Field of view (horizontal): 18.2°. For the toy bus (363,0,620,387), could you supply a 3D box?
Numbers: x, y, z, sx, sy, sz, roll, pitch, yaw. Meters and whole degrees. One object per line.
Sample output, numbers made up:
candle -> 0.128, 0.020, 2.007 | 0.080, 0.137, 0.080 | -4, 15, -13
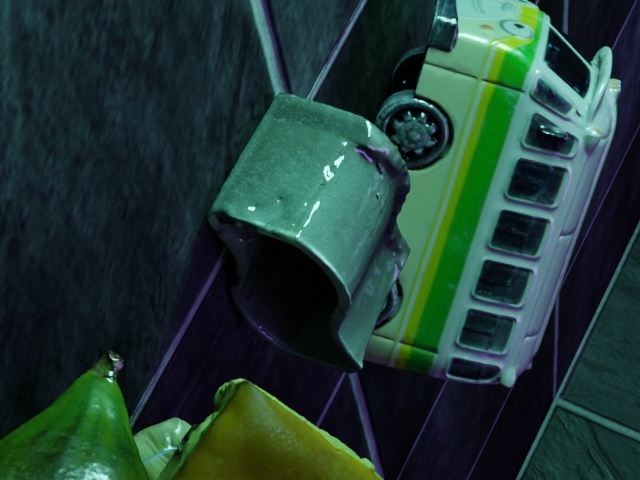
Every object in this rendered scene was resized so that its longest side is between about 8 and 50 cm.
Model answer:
toy bus -> 0.123, -0.042, 1.578 | 0.143, 0.179, 0.305 | -68, 175, -66

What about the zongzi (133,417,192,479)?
zongzi -> -0.064, 0.269, 1.347 | 0.115, 0.256, 0.228 | -26, 148, -16

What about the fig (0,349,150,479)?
fig -> -0.144, 0.144, 1.142 | 0.177, 0.117, 0.117 | -73, 173, -45

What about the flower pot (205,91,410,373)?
flower pot -> 0.000, 0.000, 1.415 | 0.108, 0.103, 0.229 | -63, 164, -19

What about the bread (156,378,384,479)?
bread -> -0.098, 0.263, 1.263 | 0.361, 0.138, 0.077 | -55, -167, 4
